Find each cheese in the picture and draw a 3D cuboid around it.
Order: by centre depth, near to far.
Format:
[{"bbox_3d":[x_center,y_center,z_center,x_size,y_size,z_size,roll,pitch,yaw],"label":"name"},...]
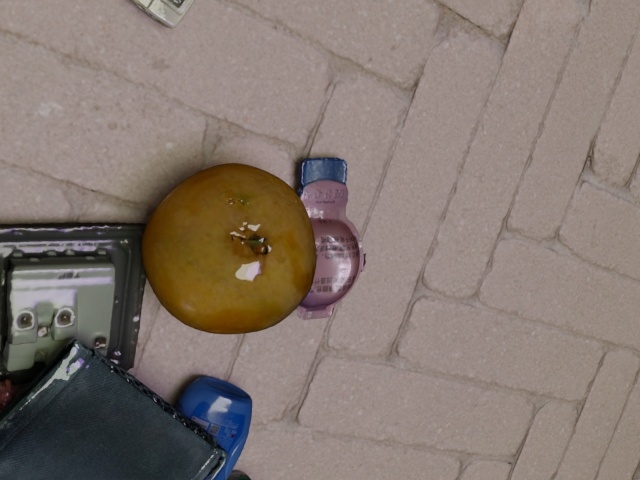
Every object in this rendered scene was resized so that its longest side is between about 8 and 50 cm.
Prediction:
[{"bbox_3d":[0.000,0.000,1.287,0.188,0.074,0.286,-6,104,-30],"label":"cheese"}]

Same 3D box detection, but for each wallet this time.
[{"bbox_3d":[-0.324,0.317,1.115,0.237,0.075,0.342,-45,123,-5],"label":"wallet"}]

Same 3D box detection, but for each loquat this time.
[{"bbox_3d":[-0.135,0.014,1.119,0.263,0.263,0.263,-10,110,-28],"label":"loquat"}]

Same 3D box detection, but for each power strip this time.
[{"bbox_3d":[-0.375,0.100,1.081,0.256,0.092,0.251,-1,105,-32],"label":"power strip"}]

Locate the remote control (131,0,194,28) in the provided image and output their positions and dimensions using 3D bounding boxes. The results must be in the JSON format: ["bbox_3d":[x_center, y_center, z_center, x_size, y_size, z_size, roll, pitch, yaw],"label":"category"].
[{"bbox_3d":[-0.186,-0.418,1.058,0.090,0.049,0.230,35,85,-35],"label":"remote control"}]

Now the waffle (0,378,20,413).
[{"bbox_3d":[-0.513,0.296,1.065,0.221,0.055,0.234,-9,119,-25],"label":"waffle"}]

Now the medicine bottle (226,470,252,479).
[{"bbox_3d":[-0.134,0.475,1.319,0.080,0.130,0.080,-9,109,-29],"label":"medicine bottle"}]

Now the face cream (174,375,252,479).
[{"bbox_3d":[-0.214,0.369,1.266,0.149,0.083,0.264,26,91,-26],"label":"face cream"}]
